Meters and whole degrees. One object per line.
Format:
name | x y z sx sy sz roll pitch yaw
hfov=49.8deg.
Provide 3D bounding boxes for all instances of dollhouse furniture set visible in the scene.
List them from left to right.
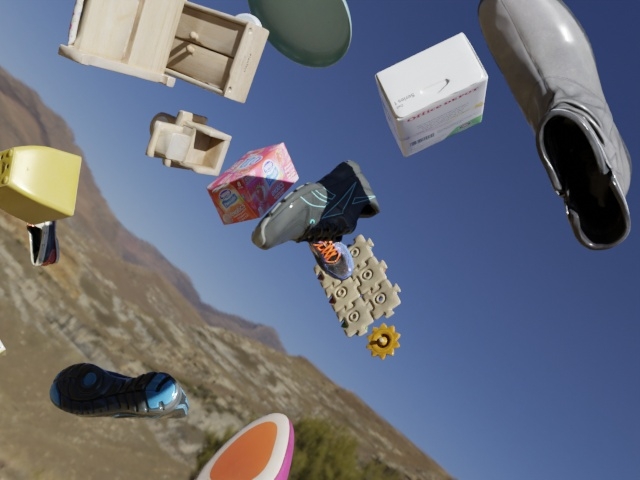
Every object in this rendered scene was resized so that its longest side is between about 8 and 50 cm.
dollhouse furniture set | -0.248 -0.255 0.824 0.174 0.303 0.355 26 12 29

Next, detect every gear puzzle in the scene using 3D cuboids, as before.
gear puzzle | 0.114 0.147 1.700 0.044 0.175 0.339 42 16 -50

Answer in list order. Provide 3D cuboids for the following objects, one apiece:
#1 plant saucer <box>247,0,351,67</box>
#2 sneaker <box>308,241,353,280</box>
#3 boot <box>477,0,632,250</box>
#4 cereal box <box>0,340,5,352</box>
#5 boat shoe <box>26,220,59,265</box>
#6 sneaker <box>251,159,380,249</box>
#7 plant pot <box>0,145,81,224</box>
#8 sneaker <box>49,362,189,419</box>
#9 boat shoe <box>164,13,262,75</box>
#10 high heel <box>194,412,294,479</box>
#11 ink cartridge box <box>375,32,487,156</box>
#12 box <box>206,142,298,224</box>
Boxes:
plant saucer | -0.049 -0.588 1.758 0.317 0.044 0.317 27 -32 18
sneaker | 0.000 0.000 1.620 0.221 0.083 0.087 56 6 9
boot | 0.294 -0.169 0.844 0.338 0.118 0.223 56 29 -4
cereal box | -0.861 0.187 1.713 0.240 0.047 0.173 59 -27 -1
boat shoe | -0.486 -0.023 1.193 0.049 0.043 0.137 -6 -88 34
sneaker | 0.002 -0.043 1.117 0.106 0.267 0.101 53 -40 4
plant pot | -0.357 -0.073 0.843 0.081 0.081 0.083 -9 -20 30
sneaker | -0.476 0.376 1.626 0.341 0.125 0.139 4 -30 16
boat shoe | -0.284 -0.470 1.690 0.094 0.302 0.109 -1 77 -87
high heel | -0.114 0.424 0.937 0.127 0.377 0.181 0 -53 32
ink cartridge box | 0.242 -0.306 1.499 0.278 0.201 0.117 40 26 -76
box | -0.182 -0.159 1.898 0.128 0.257 0.122 -10 -66 30
